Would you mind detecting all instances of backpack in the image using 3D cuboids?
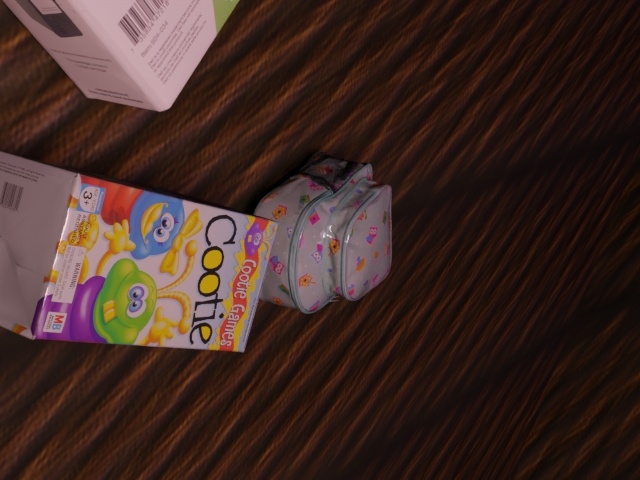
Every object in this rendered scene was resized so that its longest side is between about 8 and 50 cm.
[{"bbox_3d":[0.000,0.000,1.205,0.188,0.144,0.165,-32,133,-41],"label":"backpack"}]

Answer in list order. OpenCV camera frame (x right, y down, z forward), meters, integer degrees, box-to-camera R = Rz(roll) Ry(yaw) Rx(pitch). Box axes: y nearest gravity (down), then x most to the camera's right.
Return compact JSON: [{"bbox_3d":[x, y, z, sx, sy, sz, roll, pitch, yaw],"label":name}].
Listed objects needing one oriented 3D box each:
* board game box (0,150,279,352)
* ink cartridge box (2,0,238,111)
[{"bbox_3d":[-0.189,0.016,0.937,0.275,0.144,0.142,13,93,-55],"label":"board game box"},{"bbox_3d":[-0.188,-0.276,0.850,0.198,0.115,0.273,-61,144,-20],"label":"ink cartridge box"}]
